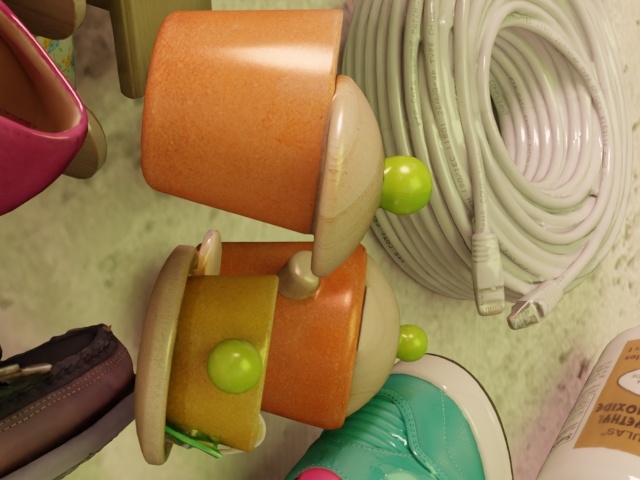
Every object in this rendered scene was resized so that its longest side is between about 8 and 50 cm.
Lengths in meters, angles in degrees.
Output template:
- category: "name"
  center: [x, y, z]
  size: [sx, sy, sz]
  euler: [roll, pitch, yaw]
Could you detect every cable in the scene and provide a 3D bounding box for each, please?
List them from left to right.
- category: "cable"
  center: [0.120, -0.084, 0.831]
  size: [0.257, 0.089, 0.257]
  euler: [-22, 99, -48]

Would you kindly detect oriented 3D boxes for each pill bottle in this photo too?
- category: "pill bottle"
  center: [0.217, 0.175, 0.856]
  size: [0.229, 0.131, 0.131]
  euler: [-51, 119, -40]

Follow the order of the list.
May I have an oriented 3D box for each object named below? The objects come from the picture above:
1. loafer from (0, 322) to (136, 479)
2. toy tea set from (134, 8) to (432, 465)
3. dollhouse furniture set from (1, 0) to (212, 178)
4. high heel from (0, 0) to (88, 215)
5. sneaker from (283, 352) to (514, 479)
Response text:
- category: "loafer"
  center: [-0.189, 0.082, 0.448]
  size: [0.302, 0.109, 0.095]
  euler: [-28, 98, -45]
- category: "toy tea set"
  center: [0.000, 0.000, 0.532]
  size: [0.336, 0.124, 0.200]
  euler: [-94, -168, -86]
- category: "dollhouse furniture set"
  center: [-0.054, -0.168, 0.526]
  size: [0.212, 0.161, 0.242]
  euler: [-55, 157, -39]
- category: "high heel"
  center: [-0.224, -0.156, 0.391]
  size: [0.377, 0.181, 0.127]
  euler: [52, 50, -28]
- category: "sneaker"
  center: [0.042, 0.228, 0.660]
  size: [0.178, 0.124, 0.295]
  euler: [-26, 105, -44]
